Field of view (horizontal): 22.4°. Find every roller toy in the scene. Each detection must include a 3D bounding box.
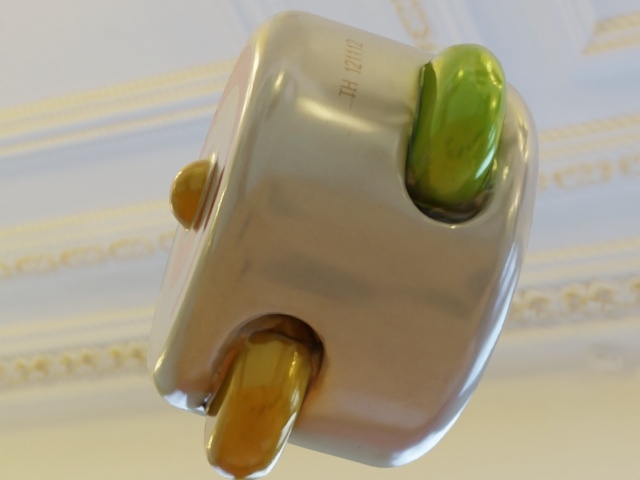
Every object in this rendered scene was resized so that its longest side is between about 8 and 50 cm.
[{"bbox_3d":[0.000,0.000,0.745,0.146,0.191,0.209,18,-85,-9],"label":"roller toy"}]
